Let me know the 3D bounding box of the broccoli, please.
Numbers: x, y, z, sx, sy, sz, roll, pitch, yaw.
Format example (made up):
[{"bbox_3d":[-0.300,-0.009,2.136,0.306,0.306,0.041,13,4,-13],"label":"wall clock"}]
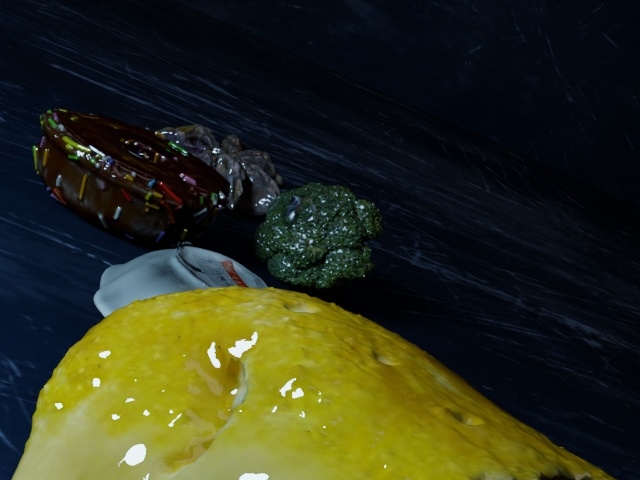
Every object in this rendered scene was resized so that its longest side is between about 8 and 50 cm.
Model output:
[{"bbox_3d":[0.000,0.000,1.803,0.162,0.146,0.138,20,-25,41],"label":"broccoli"}]

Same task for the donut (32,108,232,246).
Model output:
[{"bbox_3d":[-0.220,-0.070,1.709,0.235,0.089,0.235,26,14,-7],"label":"donut"}]

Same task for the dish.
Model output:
[{"bbox_3d":[-0.108,0.060,1.475,0.229,0.081,0.229,26,14,-7],"label":"dish"}]

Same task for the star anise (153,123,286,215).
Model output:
[{"bbox_3d":[-0.125,-0.094,1.996,0.197,0.073,0.212,15,21,-31],"label":"star anise"}]

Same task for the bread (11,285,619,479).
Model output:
[{"bbox_3d":[0.005,0.176,0.932,0.361,0.250,0.394,13,19,-46],"label":"bread"}]
